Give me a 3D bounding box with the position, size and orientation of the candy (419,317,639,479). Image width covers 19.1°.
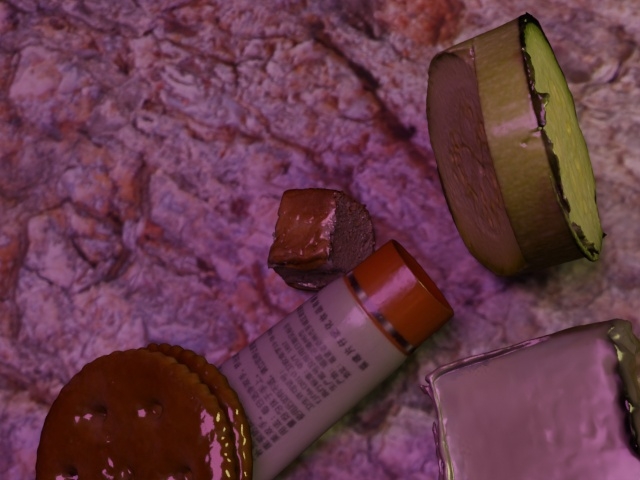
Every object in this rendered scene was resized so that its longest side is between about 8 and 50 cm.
[{"bbox_3d":[0.189,0.174,1.499,0.195,0.137,0.185,-17,61,12],"label":"candy"}]

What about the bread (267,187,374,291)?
[{"bbox_3d":[0.000,0.001,1.687,0.070,0.077,0.083,-2,64,31],"label":"bread"}]

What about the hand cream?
[{"bbox_3d":[-0.030,0.131,1.625,0.314,0.089,0.139,-36,59,7],"label":"hand cream"}]

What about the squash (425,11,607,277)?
[{"bbox_3d":[0.155,-0.075,1.587,0.133,0.220,0.220,-14,61,8],"label":"squash"}]

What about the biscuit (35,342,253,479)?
[{"bbox_3d":[-0.149,0.197,1.607,0.220,0.066,0.220,-6,80,35],"label":"biscuit"}]
